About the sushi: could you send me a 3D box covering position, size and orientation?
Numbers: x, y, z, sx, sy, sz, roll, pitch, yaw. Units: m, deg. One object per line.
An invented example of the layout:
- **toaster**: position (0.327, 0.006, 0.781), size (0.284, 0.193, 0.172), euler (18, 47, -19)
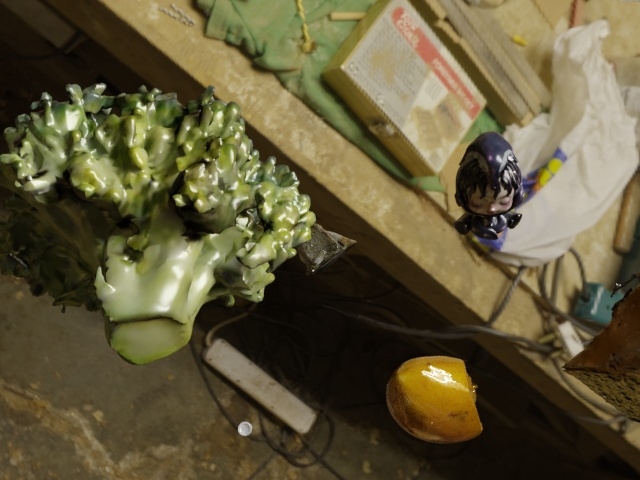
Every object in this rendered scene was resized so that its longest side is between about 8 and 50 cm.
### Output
- **sushi**: position (-0.016, 0.011, 1.627), size (0.134, 0.273, 0.109), euler (-39, 84, 12)

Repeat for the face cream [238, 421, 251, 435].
- **face cream**: position (-0.188, 0.470, 1.672), size (0.034, 0.130, 0.034), euler (2, 71, -7)

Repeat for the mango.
- **mango**: position (0.202, 0.278, 1.182), size (0.252, 0.154, 0.126), euler (38, 31, -45)

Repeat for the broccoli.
- **broccoli**: position (-0.181, -0.019, 0.754), size (0.324, 0.334, 0.272), euler (-27, 62, -32)

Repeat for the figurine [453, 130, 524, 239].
- **figurine**: position (0.350, -0.117, 1.384), size (0.145, 0.145, 0.222), euler (-36, 141, -26)

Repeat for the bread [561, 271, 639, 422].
- **bread**: position (0.604, 0.149, 1.166), size (0.248, 0.279, 0.315), euler (37, 61, -15)
